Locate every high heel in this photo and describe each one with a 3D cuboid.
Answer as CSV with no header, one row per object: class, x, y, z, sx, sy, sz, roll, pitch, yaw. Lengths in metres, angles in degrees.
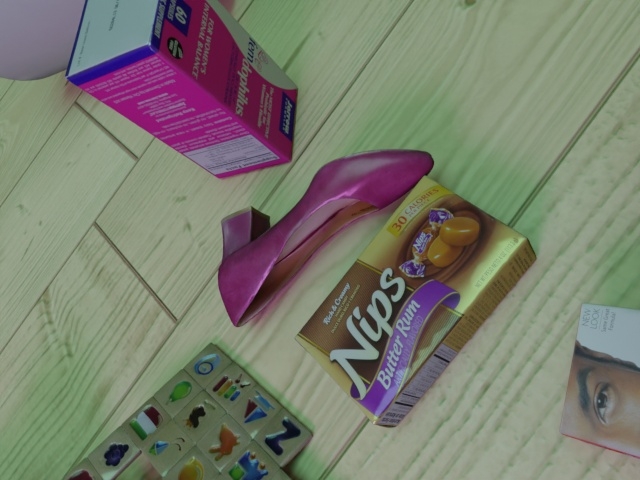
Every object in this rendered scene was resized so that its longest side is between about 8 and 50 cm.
high heel,0.000,0.000,0.498,0.244,0.082,0.117,-18,66,22

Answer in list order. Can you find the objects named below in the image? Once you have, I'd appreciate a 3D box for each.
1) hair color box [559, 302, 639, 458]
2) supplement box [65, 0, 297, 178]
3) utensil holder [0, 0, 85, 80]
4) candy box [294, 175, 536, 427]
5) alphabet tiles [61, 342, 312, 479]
hair color box,0.243,0.097,0.311,0.167,0.053,0.093,3,72,44
supplement box,-0.130,-0.167,0.558,0.114,0.220,0.111,-8,67,27
utensil holder,-0.368,-0.433,0.751,0.386,0.328,0.327,-12,65,30
candy box,0.076,0.050,0.447,0.186,0.053,0.109,-50,54,3
alphabet tiles,-0.102,0.221,0.462,0.237,0.009,0.198,31,63,35
